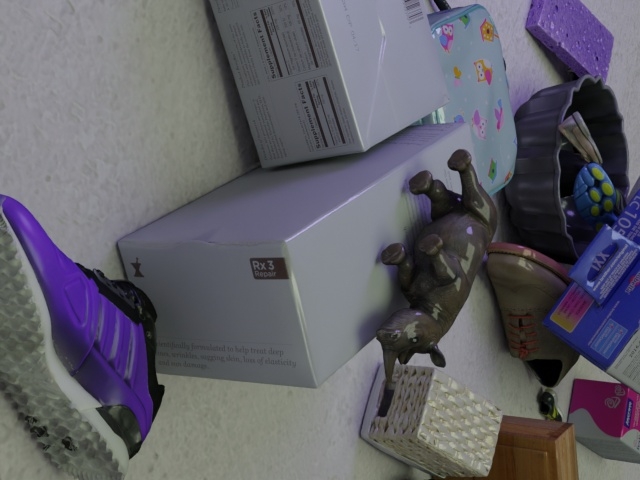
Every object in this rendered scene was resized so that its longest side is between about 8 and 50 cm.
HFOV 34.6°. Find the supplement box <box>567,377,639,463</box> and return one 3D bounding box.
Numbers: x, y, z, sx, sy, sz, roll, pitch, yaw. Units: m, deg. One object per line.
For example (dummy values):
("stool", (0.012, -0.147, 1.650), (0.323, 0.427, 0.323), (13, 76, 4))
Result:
("supplement box", (0.571, 0.352, 1.984), (0.220, 0.114, 0.111), (33, 65, -47))

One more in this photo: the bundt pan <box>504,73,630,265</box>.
("bundt pan", (0.412, -0.114, 1.748), (0.331, 0.124, 0.330), (0, 90, -53))

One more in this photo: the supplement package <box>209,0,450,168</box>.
("supplement package", (0.006, -0.240, 1.144), (0.204, 0.145, 0.261), (-33, 111, -49))

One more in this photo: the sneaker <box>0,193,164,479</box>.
("sneaker", (-0.218, 0.067, 0.908), (0.146, 0.102, 0.293), (-53, 135, -45))

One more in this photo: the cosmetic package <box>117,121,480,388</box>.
("cosmetic package", (0.000, 0.000, 1.103), (0.385, 0.217, 0.156), (-34, 117, -47))

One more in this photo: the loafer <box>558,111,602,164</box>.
("loafer", (0.406, -0.155, 1.610), (0.125, 0.039, 0.045), (46, 21, -47))

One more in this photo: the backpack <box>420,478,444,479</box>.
("backpack", (0.148, 0.380, 1.419), (0.114, 0.084, 0.104), (2, 89, -49))

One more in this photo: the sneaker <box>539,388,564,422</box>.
("sneaker", (0.407, 0.304, 1.830), (0.035, 0.031, 0.083), (-36, 115, -33))

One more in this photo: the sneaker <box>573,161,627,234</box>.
("sneaker", (0.453, -0.062, 1.660), (0.188, 0.067, 0.078), (49, 31, -40))

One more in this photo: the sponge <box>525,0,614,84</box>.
("sponge", (0.449, -0.372, 1.834), (0.210, 0.031, 0.117), (32, 63, -35))

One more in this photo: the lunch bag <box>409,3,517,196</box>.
("lunch bag", (0.170, -0.183, 1.425), (0.224, 0.108, 0.279), (-32, 115, -46))

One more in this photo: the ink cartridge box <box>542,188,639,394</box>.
("ink cartridge box", (0.534, 0.101, 1.639), (0.395, 0.151, 0.270), (31, 96, -48))

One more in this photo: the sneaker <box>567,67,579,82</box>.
("sneaker", (0.480, -0.232, 1.907), (0.071, 0.066, 0.188), (5, 81, -37))

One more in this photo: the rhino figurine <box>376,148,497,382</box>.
("rhino figurine", (0.113, 0.035, 1.020), (0.106, 0.073, 0.243), (49, 54, -40))

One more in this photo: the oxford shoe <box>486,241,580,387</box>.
("oxford shoe", (0.351, 0.127, 1.672), (0.348, 0.123, 0.130), (47, 59, -42))

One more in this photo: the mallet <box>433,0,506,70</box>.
("mallet", (0.203, -0.307, 1.538), (0.190, 0.062, 0.039), (43, 54, -28))

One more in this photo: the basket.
("basket", (0.154, 0.243, 1.382), (0.167, 0.103, 0.113), (34, 62, -34))

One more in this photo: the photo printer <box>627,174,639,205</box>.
("photo printer", (0.606, -0.008, 1.897), (0.256, 0.107, 0.307), (-69, 171, 26))

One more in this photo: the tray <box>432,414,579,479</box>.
("tray", (0.277, 0.461, 1.499), (0.076, 0.203, 0.410), (-22, 108, -51))
